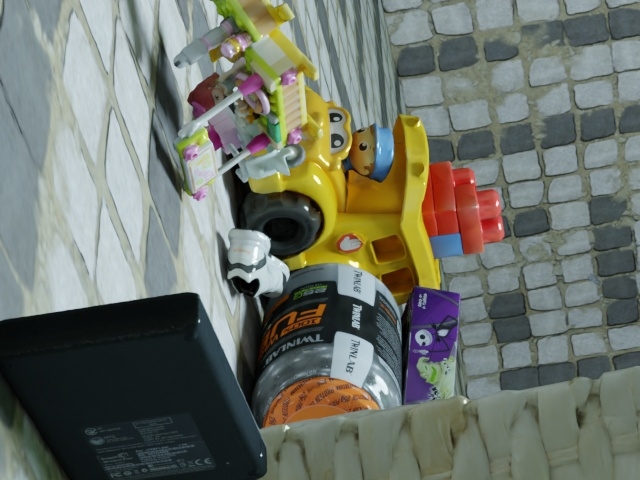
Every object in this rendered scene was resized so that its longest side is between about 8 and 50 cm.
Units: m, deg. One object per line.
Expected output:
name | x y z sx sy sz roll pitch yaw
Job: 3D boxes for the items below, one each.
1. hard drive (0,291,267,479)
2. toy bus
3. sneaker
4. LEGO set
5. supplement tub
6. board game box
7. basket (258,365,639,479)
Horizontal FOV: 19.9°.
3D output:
hard drive | -0.085 0.075 0.839 0.135 0.094 0.022 71 12 -52
toy bus | 0.043 -0.037 1.537 0.220 0.211 0.149 71 13 -46
sneaker | -0.053 0.027 1.415 0.109 0.040 0.044 56 42 -65
LEGO set | -0.086 -0.129 1.232 0.132 0.107 0.287 39 -20 42
supplement tub | 0.006 0.107 1.428 0.190 0.117 0.117 -86 165 -64
board game box | 0.062 0.236 1.498 0.208 0.056 0.347 100 -3 -56
basket | 0.080 0.265 1.013 0.266 0.328 0.331 47 35 -70
